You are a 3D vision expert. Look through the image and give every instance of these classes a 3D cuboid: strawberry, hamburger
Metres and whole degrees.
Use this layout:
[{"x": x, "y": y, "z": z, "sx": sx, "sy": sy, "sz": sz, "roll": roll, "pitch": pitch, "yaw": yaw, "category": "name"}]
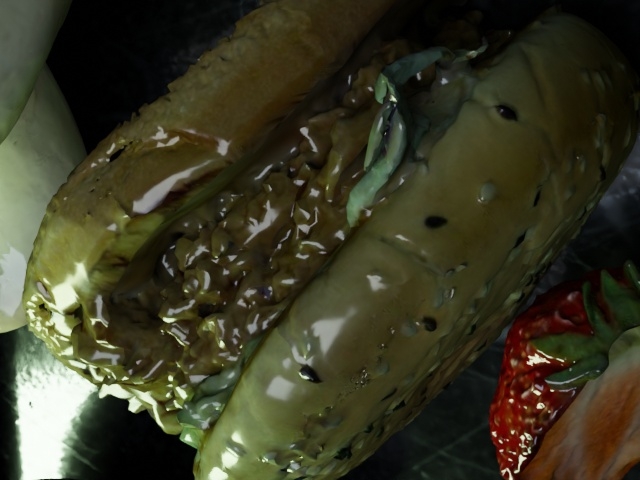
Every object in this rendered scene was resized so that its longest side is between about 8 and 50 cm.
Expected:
[{"x": 0.154, "y": 0.081, "z": 0.892, "sx": 0.187, "sy": 0.146, "sz": 0.082, "roll": 90, "pitch": 155, "yaw": -46, "category": "strawberry"}, {"x": 0.000, "y": 0.000, "z": 0.831, "sx": 0.195, "sy": 0.277, "sz": 0.318, "roll": 41, "pitch": 124, "yaw": 10, "category": "hamburger"}]

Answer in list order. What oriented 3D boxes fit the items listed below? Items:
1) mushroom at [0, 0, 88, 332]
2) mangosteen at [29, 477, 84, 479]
[{"x": -0.267, "y": -0.109, "z": 0.879, "sx": 0.315, "sy": 0.315, "sz": 0.356, "roll": 19, "pitch": 114, "yaw": 15, "category": "mushroom"}, {"x": -0.151, "y": 0.260, "z": 0.999, "sx": 0.231, "sy": 0.231, "sz": 0.289, "roll": 54, "pitch": 151, "yaw": -5, "category": "mangosteen"}]
